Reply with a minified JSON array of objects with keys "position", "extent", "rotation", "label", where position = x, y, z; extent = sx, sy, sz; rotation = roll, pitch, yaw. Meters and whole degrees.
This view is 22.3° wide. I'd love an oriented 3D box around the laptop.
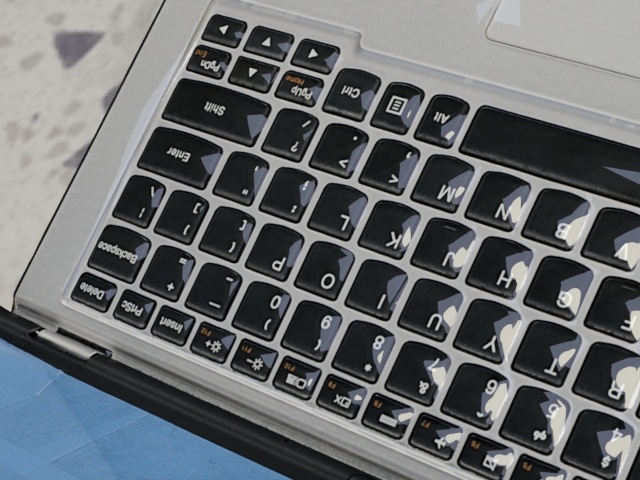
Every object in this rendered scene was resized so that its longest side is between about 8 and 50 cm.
[{"position":[0.000,0.000,0.478],"extent":[0.382,0.236,0.408],"rotation":[20,80,33],"label":"laptop"}]
